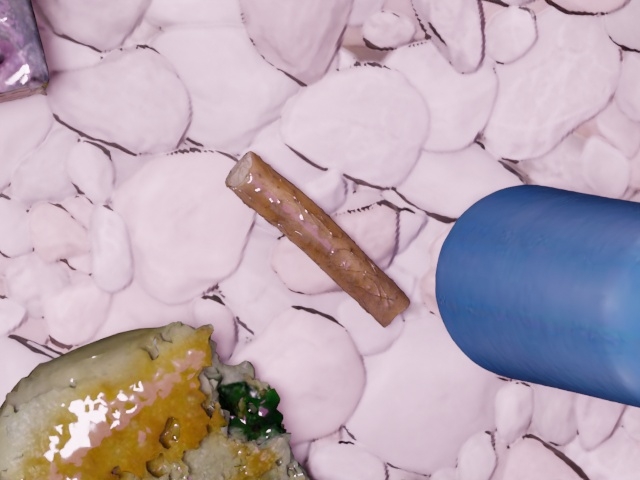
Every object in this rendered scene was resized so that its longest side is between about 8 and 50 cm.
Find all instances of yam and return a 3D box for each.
[{"bbox_3d":[0.000,0.000,0.833,0.145,0.032,0.032,43,84,-13],"label":"yam"}]

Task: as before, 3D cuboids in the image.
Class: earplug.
[{"bbox_3d":[0.171,0.034,0.748,0.132,0.273,0.132,-1,93,-13],"label":"earplug"}]

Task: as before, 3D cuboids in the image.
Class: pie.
[{"bbox_3d":[-0.059,0.224,0.810,0.371,0.078,0.296,35,87,-13],"label":"pie"}]

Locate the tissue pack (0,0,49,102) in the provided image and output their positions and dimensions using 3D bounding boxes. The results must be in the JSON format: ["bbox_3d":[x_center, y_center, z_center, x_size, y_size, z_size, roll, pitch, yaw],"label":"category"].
[{"bbox_3d":[-0.266,-0.181,0.739,0.173,0.073,0.235,-14,96,-11],"label":"tissue pack"}]
